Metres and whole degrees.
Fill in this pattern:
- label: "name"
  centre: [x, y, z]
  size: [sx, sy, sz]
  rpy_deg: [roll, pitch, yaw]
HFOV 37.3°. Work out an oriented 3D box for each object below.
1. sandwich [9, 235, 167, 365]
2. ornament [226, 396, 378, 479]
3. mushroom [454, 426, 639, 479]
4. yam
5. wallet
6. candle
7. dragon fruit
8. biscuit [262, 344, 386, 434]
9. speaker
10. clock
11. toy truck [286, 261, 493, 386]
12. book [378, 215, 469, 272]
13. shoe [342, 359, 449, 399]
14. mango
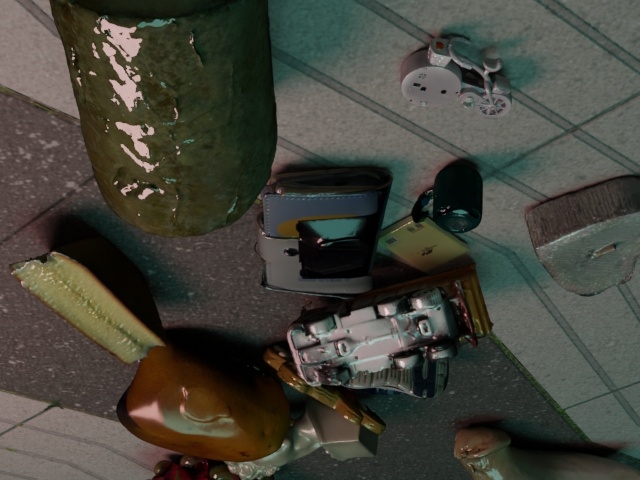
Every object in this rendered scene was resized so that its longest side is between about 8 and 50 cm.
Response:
- label: "sandwich"
  centre: [-0.302, 0.066, 1.268]
  size: [0.094, 0.096, 0.258]
  rpy_deg: [-21, 139, 13]
- label: "ornament"
  centre: [-0.037, 0.339, 1.639]
  size: [0.285, 0.120, 0.130]
  rpy_deg: [-10, 138, 7]
- label: "mushroom"
  centre: [0.410, 0.449, 1.819]
  size: [0.396, 0.126, 0.177]
  rpy_deg: [15, 130, -23]
- label: "yam"
  centre: [-0.139, -0.152, 0.903]
  size: [0.195, 0.195, 0.300]
  rpy_deg: [-1, 143, -2]
- label: "wallet"
  centre: [0.000, 0.000, 1.218]
  size: [0.170, 0.069, 0.231]
  rpy_deg: [0, 141, -6]
- label: "candle"
  centre: [0.349, -0.004, 1.238]
  size: [0.168, 0.068, 0.192]
  rpy_deg: [5, 142, -16]
- label: "dragon fruit"
  centre: [-0.212, 0.500, 1.797]
  size: [0.272, 0.219, 0.198]
  rpy_deg: [-13, 180, 6]
- label: "biscuit"
  centre: [0.015, 0.238, 1.490]
  size: [0.240, 0.158, 0.035]
  rpy_deg: [35, 91, -30]
- label: "speaker"
  centre: [0.151, -0.049, 1.158]
  size: [0.094, 0.075, 0.060]
  rpy_deg: [-7, 145, 22]
- label: "clock"
  centre: [0.152, -0.172, 1.017]
  size: [0.129, 0.041, 0.087]
  rpy_deg: [14, 144, -15]
- label: "toy truck"
  centre: [0.096, 0.118, 1.320]
  size: [0.270, 0.135, 0.114]
  rpy_deg: [-15, 97, 14]
- label: "book"
  centre: [0.138, 0.003, 1.278]
  size: [0.077, 0.014, 0.111]
  rpy_deg: [-29, 136, 33]
- label: "shoe"
  centre: [0.105, 0.200, 1.498]
  size: [0.207, 0.092, 0.106]
  rpy_deg: [7, 171, -15]
- label: "mango"
  centre: [-0.176, 0.260, 1.494]
  size: [0.287, 0.153, 0.201]
  rpy_deg: [20, 149, -24]
